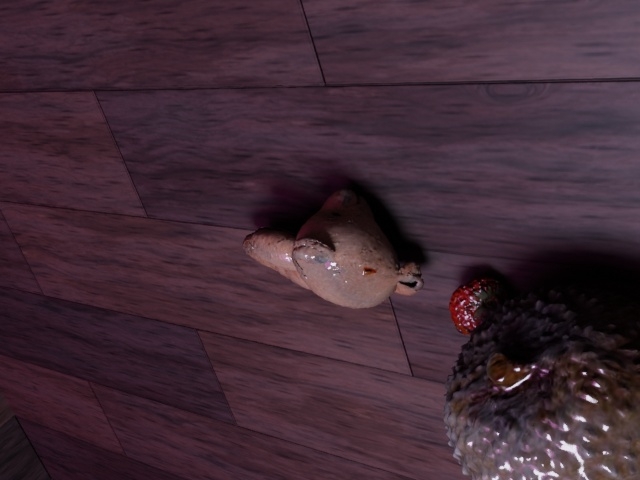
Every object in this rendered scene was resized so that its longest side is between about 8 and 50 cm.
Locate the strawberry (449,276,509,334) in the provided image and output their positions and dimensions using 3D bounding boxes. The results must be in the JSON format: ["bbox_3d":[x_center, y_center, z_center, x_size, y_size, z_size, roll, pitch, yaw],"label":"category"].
[{"bbox_3d":[0.210,0.094,1.226,0.083,0.083,0.096,46,141,2],"label":"strawberry"}]

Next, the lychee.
[{"bbox_3d":[0.294,0.193,1.089,0.300,0.300,0.300,24,136,26],"label":"lychee"}]

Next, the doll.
[{"bbox_3d":[0.000,0.000,1.320,0.201,0.156,0.303,20,178,-32],"label":"doll"}]
